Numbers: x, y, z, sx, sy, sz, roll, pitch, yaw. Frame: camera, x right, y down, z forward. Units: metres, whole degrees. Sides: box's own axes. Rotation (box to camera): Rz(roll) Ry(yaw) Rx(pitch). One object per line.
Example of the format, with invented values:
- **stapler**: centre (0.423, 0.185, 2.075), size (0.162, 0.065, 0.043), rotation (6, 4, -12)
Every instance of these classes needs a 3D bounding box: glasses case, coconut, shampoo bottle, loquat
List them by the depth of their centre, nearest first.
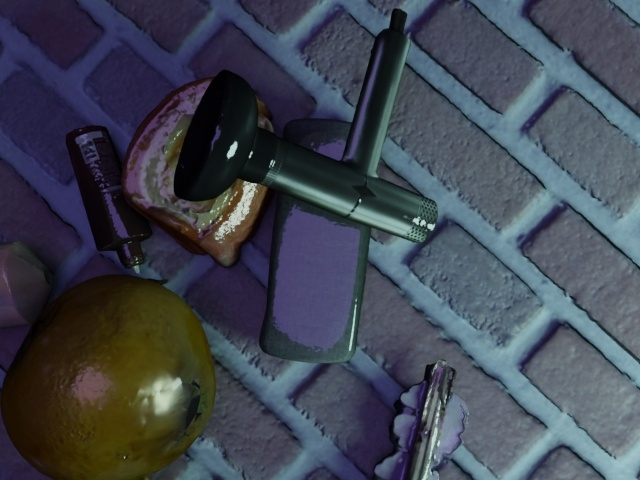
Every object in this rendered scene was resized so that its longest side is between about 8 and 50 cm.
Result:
- **loquat**: centre (-0.259, 0.168, 0.975), size (0.263, 0.263, 0.262), rotation (0, 86, 4)
- **glasses case**: centre (0.000, 0.000, 1.059), size (0.131, 0.074, 0.322), rotation (6, 87, 3)
- **coconut**: centre (-0.421, 0.059, 1.067), size (0.122, 0.116, 0.116), rotation (-7, 86, 1)
- **shampoo bottle**: centre (-0.279, -0.041, 1.086), size (0.068, 0.067, 0.236), rotation (-21, 85, 11)

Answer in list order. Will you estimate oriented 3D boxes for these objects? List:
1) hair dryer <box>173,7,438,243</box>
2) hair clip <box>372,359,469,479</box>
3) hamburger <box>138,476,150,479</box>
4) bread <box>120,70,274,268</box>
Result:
- **hair dryer**: centre (-0.005, -0.154, 0.984), size (0.321, 0.156, 0.283), rotation (11, 65, -25)
- **hair clip**: centre (0.123, 0.297, 1.034), size (0.106, 0.084, 0.291), rotation (14, 82, 9)
- **hamburger**: centre (-0.188, 0.412, 0.964), size (0.211, 0.245, 0.260), rotation (25, 80, 5)
- **bread**: centre (-0.147, -0.105, 1.050), size (0.190, 0.123, 0.244), rotation (25, 87, 0)
